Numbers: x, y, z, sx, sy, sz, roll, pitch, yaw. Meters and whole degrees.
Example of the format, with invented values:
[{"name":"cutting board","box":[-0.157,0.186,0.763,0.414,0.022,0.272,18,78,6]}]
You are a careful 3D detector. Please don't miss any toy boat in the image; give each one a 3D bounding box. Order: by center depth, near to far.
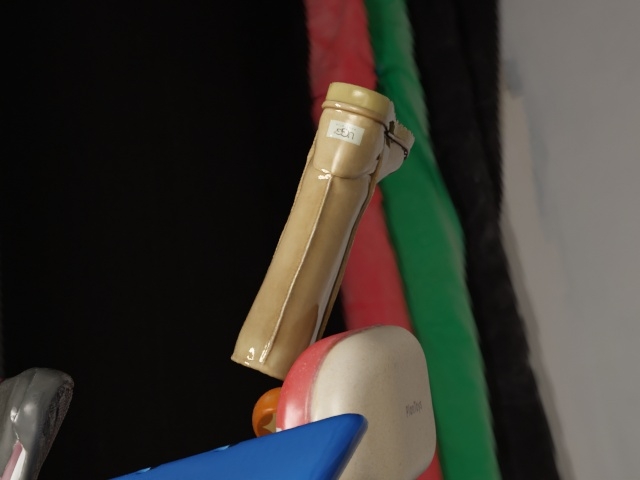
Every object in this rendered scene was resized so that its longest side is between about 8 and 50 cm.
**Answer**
[{"name":"toy boat","box":[0.009,0.158,1.078,0.231,0.151,0.151,1,-100,-72]}]

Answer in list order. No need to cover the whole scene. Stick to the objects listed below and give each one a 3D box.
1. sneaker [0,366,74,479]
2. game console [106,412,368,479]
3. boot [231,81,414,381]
[{"name":"sneaker","box":[-0.311,0.161,1.007,0.162,0.281,0.106,24,-123,-9]},{"name":"game console","box":[-0.105,0.249,0.736,0.173,0.293,0.250,29,-134,-60]},{"name":"boot","box":[0.000,0.000,1.155,0.236,0.089,0.270,34,-105,-75]}]
